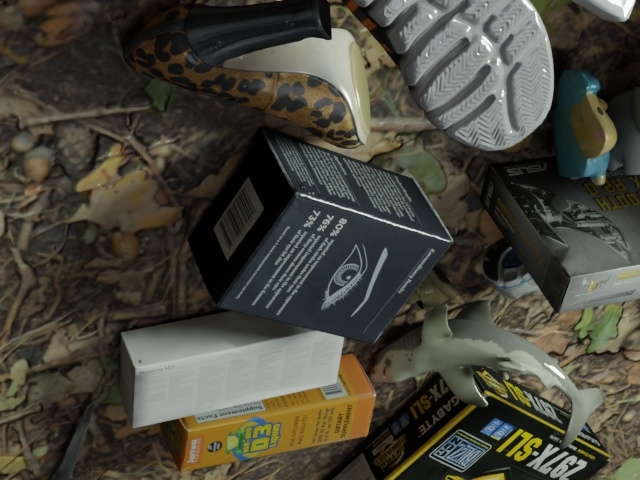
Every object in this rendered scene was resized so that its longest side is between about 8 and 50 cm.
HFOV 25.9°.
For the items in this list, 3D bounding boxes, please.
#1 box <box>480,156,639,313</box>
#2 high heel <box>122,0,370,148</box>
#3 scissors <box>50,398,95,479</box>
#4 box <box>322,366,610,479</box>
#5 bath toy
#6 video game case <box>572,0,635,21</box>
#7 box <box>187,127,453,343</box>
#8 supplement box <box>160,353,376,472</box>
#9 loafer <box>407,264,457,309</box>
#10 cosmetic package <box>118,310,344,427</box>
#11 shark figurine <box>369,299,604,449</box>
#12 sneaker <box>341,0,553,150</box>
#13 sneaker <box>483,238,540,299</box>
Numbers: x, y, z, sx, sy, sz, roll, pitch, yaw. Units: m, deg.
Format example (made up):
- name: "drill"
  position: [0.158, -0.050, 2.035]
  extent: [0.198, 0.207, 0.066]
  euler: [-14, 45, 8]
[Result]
- name: "box"
  position: [0.315, -0.018, 1.497]
  extent: [0.231, 0.183, 0.056]
  euler: [-8, 134, -21]
- name: "high heel"
  position: [-0.058, -0.143, 1.275]
  extent: [0.186, 0.093, 0.261]
  euler: [-7, 156, 13]
- name: "scissors"
  position: [-0.296, 0.288, 1.587]
  extent: [0.109, 0.021, 0.297]
  euler: [20, 118, -38]
- name: "box"
  position: [0.198, 0.301, 1.826]
  extent: [0.257, 0.079, 0.322]
  euler: [-45, 136, 14]
- name: "bath toy"
  position: [0.415, -0.150, 1.475]
  extent: [0.348, 0.151, 0.129]
  euler: [-12, 100, -19]
- name: "video game case"
  position: [0.198, -0.376, 1.078]
  extent: [0.300, 0.036, 0.329]
  euler: [20, 89, -41]
- name: "box"
  position: [0.000, 0.000, 1.391]
  extent: [0.207, 0.108, 0.153]
  euler: [17, 121, -37]
- name: "supplement box"
  position: [-0.059, 0.195, 1.579]
  extent: [0.233, 0.080, 0.078]
  euler: [-7, 132, -20]
- name: "loafer"
  position: [0.101, 0.040, 1.530]
  extent: [0.050, 0.056, 0.148]
  euler: [-44, 137, 7]
- name: "cosmetic package"
  position: [-0.096, 0.126, 1.503]
  extent: [0.239, 0.060, 0.099]
  euler: [-10, 137, -21]
- name: "shark figurine"
  position: [0.207, 0.123, 1.614]
  extent: [0.278, 0.116, 0.166]
  euler: [14, 130, 6]
- name: "sneaker"
  position: [0.072, -0.220, 1.159]
  extent: [0.124, 0.180, 0.321]
  euler: [-38, 124, 7]
- name: "sneaker"
  position: [0.282, 0.012, 1.604]
  extent: [0.190, 0.071, 0.083]
  euler: [-23, 145, 5]
